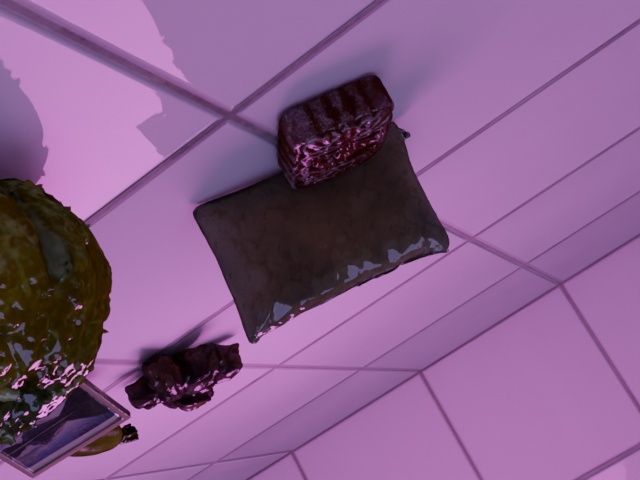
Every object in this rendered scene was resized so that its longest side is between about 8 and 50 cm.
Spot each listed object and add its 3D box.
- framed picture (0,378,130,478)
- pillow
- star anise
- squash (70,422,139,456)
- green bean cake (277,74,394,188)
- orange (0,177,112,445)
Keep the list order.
[{"bbox_3d":[-0.421,0.288,1.531,0.203,0.015,0.150,-32,131,9],"label":"framed picture"},{"bbox_3d":[0.011,-0.015,1.237,0.302,0.185,0.075,-25,-178,-14],"label":"pillow"},{"bbox_3d":[-0.223,0.238,1.681,0.220,0.099,0.214,-13,165,-40],"label":"star anise"},{"bbox_3d":[-0.416,0.333,1.680,0.080,0.071,0.318,-13,162,14],"label":"squash"},{"bbox_3d":[0.018,-0.123,1.156,0.135,0.056,0.136,-24,161,-12],"label":"green bean cake"},{"bbox_3d":[-0.325,0.073,0.918,0.300,0.223,0.301,-21,160,-39],"label":"orange"}]
